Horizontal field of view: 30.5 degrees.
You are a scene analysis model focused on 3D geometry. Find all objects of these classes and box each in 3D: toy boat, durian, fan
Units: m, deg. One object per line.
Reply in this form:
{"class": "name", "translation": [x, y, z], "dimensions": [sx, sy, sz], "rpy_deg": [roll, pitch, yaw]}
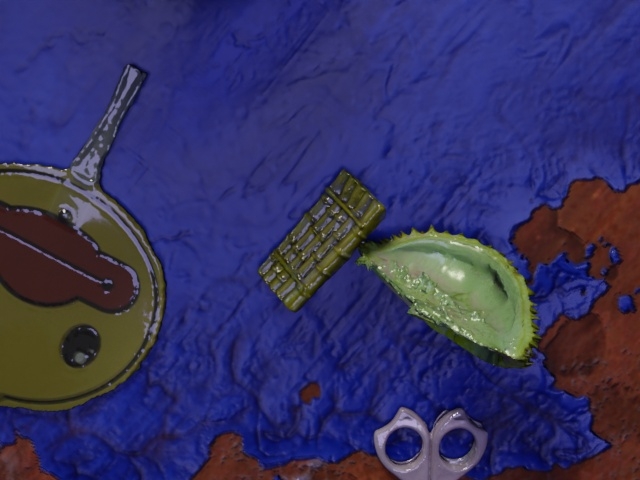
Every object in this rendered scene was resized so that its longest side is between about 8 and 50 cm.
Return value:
{"class": "toy boat", "translation": [0.000, 0.000, 0.961], "dimensions": [0.115, 0.063, 0.016], "rpy_deg": [-49, 138, 7]}
{"class": "durian", "translation": [0.101, 0.038, 0.946], "dimensions": [0.215, 0.100, 0.086], "rpy_deg": [34, 105, 36]}
{"class": "fan", "translation": [-0.224, 0.006, 0.977], "dimensions": [0.230, 0.011, 0.335], "rpy_deg": [28, 102, -8]}

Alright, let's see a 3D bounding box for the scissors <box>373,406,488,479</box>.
{"class": "scissors", "translation": [0.096, 0.237, 1.043], "dimensions": [0.100, 0.015, 0.189], "rpy_deg": [0, 105, -1]}
